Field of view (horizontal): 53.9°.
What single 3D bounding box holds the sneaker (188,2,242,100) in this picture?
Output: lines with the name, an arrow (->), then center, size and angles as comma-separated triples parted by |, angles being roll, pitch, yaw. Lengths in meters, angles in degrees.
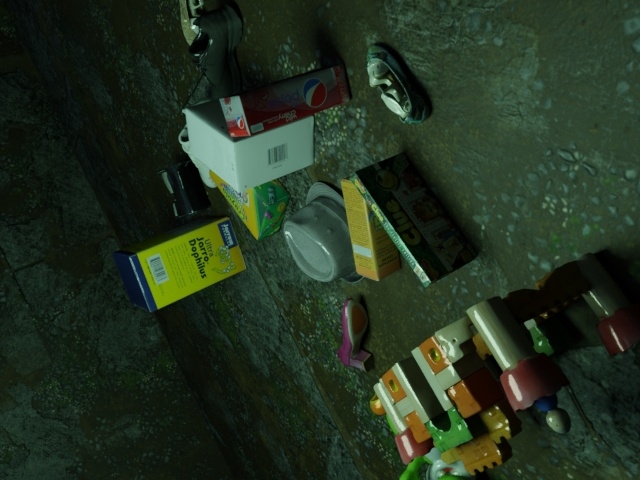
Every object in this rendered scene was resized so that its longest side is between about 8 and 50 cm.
sneaker -> -0.282, -0.469, 1.640 | 0.109, 0.130, 0.286 | 41, 143, 32

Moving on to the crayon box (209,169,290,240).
crayon box -> -0.208, -0.159, 1.797 | 0.278, 0.081, 0.165 | 52, 147, 21

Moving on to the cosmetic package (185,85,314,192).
cosmetic package -> -0.170, -0.254, 1.527 | 0.225, 0.224, 0.138 | 36, 140, 39

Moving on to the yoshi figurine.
yoshi figurine -> 0.265, 0.489, 1.431 | 0.204, 0.203, 0.362 | -30, 89, 53

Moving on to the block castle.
block castle -> 0.310, 0.236, 1.066 | 0.212, 0.303, 0.453 | 62, 150, 19

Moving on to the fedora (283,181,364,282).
fedora -> 0.000, 0.000, 1.546 | 0.275, 0.124, 0.243 | 50, 146, 24

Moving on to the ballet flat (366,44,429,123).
ballet flat -> 0.131, -0.295, 1.188 | 0.188, 0.070, 0.070 | 54, 148, 19

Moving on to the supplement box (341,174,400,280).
supplement box -> 0.113, -0.034, 1.393 | 0.080, 0.078, 0.233 | 17, 126, 52

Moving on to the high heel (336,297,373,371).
high heel -> 0.068, 0.239, 1.659 | 0.117, 0.082, 0.244 | 17, 139, 40

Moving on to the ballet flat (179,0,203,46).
ballet flat -> -0.339, -0.617, 1.687 | 0.067, 0.073, 0.206 | 17, 130, 35

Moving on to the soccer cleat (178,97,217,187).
soccer cleat -> -0.361, -0.282, 1.885 | 0.116, 0.143, 0.331 | 47, 145, 28

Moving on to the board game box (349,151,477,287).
board game box -> 0.180, -0.046, 1.222 | 0.259, 0.136, 0.030 | 56, 150, 14

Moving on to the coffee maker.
coffee maker -> -0.450, -0.175, 2.126 | 0.171, 0.120, 0.178 | -5, 108, 58

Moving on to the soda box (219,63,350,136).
soda box -> -0.069, -0.291, 1.302 | 0.092, 0.263, 0.083 | 11, 121, 55

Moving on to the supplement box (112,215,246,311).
supplement box -> -0.464, 0.069, 2.087 | 0.194, 0.357, 0.195 | 4, 115, 57
